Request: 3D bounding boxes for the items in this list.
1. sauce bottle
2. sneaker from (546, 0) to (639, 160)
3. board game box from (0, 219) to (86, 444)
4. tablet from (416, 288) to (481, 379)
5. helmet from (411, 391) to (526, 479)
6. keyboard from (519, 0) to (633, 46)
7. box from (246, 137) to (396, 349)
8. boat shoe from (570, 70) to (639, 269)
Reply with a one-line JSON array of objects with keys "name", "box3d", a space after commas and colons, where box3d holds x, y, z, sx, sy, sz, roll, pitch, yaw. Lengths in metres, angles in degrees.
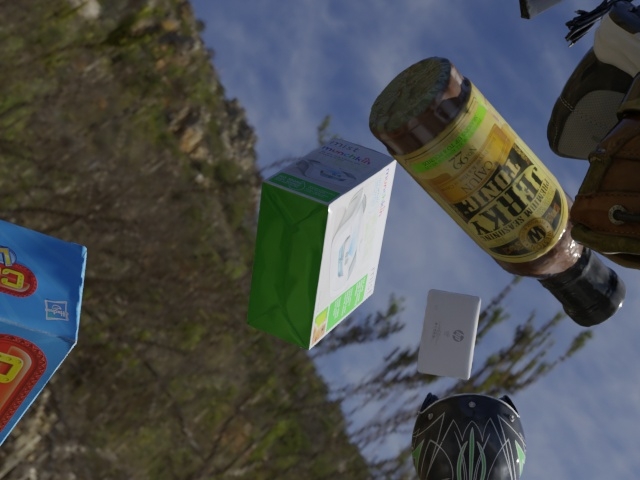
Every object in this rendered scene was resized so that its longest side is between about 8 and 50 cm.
[{"name": "sauce bottle", "box3d": [0.197, -0.040, 1.148, 0.344, 0.111, 0.111, 42, -24, -24]}, {"name": "sneaker", "box3d": [0.261, -0.054, 0.724, 0.271, 0.100, 0.108, 25, -63, -25]}, {"name": "board game box", "box3d": [-0.367, 0.077, 0.776, 0.302, 0.086, 0.308, 21, -48, -25]}, {"name": "tablet", "box3d": [0.127, 0.093, 1.091, 0.054, 0.083, 0.006, 10, -4, -5]}, {"name": "helmet", "box3d": [0.199, 0.277, 1.482, 0.169, 0.169, 0.161, 51, 9, -4]}, {"name": "keyboard", "box3d": [0.392, -0.375, 1.454, 0.033, 0.317, 0.201, 46, -19, 45]}, {"name": "box", "box3d": [0.000, 0.000, 1.769, 0.126, 0.231, 0.262, 21, -60, 23]}, {"name": "boat shoe", "box3d": [0.267, 0.016, 0.535, 0.307, 0.104, 0.110, 28, -1, 40]}]
